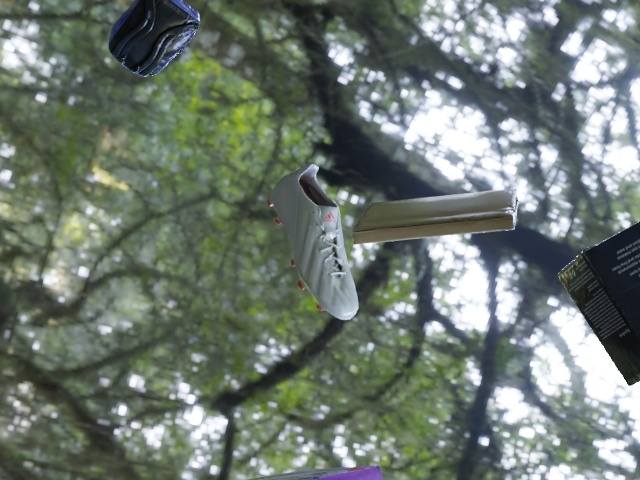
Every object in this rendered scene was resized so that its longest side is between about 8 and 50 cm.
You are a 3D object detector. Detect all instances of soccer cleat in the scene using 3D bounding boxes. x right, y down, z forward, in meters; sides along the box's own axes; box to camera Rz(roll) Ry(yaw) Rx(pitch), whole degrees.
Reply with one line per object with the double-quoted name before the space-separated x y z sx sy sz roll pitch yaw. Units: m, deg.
"soccer cleat" 0.000 0.000 1.410 0.076 0.068 0.196 -40 -117 30

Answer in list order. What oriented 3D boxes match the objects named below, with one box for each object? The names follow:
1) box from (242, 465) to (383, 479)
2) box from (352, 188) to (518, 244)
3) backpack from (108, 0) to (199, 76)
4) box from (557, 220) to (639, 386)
"box" -0.057 0.374 1.754 0.293 0.201 0.057 153 -70 -65
"box" 0.152 -0.033 1.547 0.201 0.164 0.021 -6 -77 13
"backpack" -0.238 -0.297 1.701 0.120 0.098 0.101 -50 -161 14
"box" 0.389 0.059 1.389 0.158 0.156 0.093 59 -19 13
